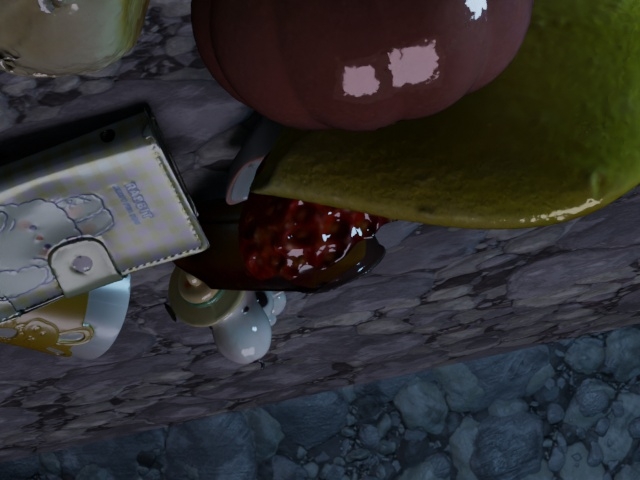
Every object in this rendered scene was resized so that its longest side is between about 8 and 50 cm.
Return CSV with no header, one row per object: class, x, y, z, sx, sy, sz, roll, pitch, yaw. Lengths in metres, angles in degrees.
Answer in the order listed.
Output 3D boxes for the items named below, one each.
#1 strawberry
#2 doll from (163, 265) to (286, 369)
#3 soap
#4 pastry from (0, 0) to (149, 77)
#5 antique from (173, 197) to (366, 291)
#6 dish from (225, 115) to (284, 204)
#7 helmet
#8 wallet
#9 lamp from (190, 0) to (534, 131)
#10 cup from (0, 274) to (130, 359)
strawberry,0.020,-0.098,1.540,0.265,0.149,0.336,-9,-150,52
doll,-0.144,0.085,2.203,0.144,0.208,0.271,-25,-164,13
soap,0.139,-0.141,1.334,0.427,0.306,0.115,4,141,30
pastry,-0.183,-0.238,1.007,0.133,0.265,0.265,8,160,-3
antique,-0.074,0.005,1.912,0.278,0.129,0.223,0,176,22
dish,-0.013,-0.114,1.769,0.212,0.077,0.151,-5,158,-25
helmet,0.000,0.000,2.072,0.175,0.106,0.155,-6,-156,44
wallet,-0.312,-0.023,1.675,0.309,0.077,0.223,-21,136,2
lamp,0.033,-0.229,1.194,0.305,0.240,0.305,-12,-156,6
cup,-0.405,0.074,1.879,0.226,0.185,0.241,12,141,-41
